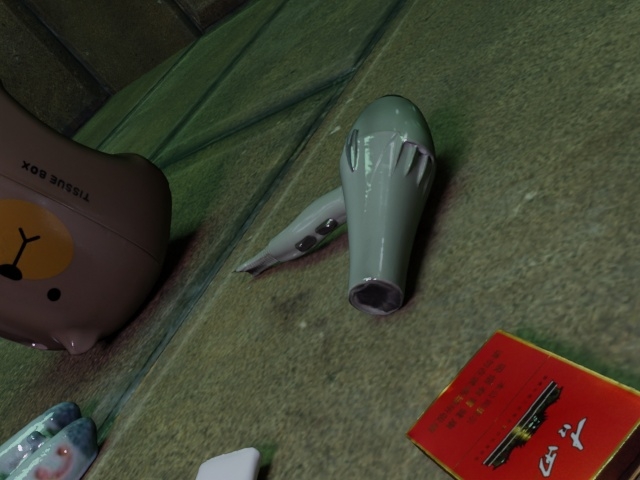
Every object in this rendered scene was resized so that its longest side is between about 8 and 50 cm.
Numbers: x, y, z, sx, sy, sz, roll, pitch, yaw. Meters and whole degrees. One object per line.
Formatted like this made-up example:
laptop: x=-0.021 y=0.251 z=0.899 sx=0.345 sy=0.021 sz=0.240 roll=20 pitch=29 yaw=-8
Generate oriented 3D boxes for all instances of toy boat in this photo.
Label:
toy boat: x=-0.315 y=0.242 z=0.787 sx=0.208 sy=0.079 sz=0.134 roll=-47 pitch=26 yaw=-17

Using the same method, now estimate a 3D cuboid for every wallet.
wallet: x=-0.076 y=0.200 z=0.544 sx=0.061 sy=0.025 sz=0.122 roll=-30 pitch=25 yaw=31

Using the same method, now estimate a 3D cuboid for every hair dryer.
hair dryer: x=0.010 y=0.011 z=0.717 sx=0.267 sy=0.092 sz=0.229 roll=-48 pitch=25 yaw=23

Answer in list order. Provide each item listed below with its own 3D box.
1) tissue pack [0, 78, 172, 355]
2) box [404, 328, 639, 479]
tissue pack: x=-0.399 y=-0.019 z=0.996 sx=0.267 sy=0.387 sz=0.277 roll=-16 pitch=51 yaw=45
box: x=0.110 y=0.102 z=0.427 sx=0.090 sy=0.023 sz=0.133 roll=-47 pitch=23 yaw=-7
